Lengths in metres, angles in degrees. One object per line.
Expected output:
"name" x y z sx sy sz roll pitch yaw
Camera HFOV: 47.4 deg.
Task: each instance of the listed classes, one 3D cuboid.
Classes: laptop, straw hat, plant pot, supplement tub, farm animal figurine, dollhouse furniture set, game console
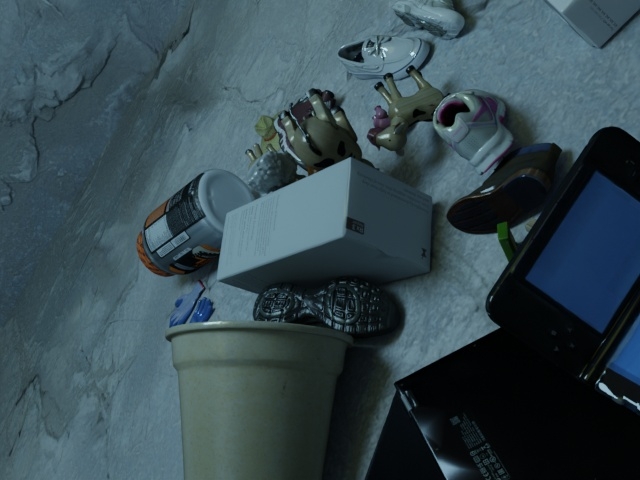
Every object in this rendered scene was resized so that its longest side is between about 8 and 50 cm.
"laptop" 0.251 0.360 0.969 0.408 0.236 0.382 -28 39 0
"straw hat" -0.138 -0.294 1.903 0.144 0.061 0.144 -32 44 37
"plant pot" -0.112 0.316 1.253 0.333 0.333 0.306 -17 65 47
"supplement tub" -0.322 -0.033 1.851 0.316 0.193 0.194 -30 46 40
"farm animal figurine" 0.064 -0.178 1.380 0.330 0.326 0.172 -43 62 35
"dollhouse furniture set" 0.347 -0.010 1.090 0.151 0.058 0.076 -15 46 25
"game console" 0.387 0.039 0.851 0.293 0.250 0.173 -56 7 -3

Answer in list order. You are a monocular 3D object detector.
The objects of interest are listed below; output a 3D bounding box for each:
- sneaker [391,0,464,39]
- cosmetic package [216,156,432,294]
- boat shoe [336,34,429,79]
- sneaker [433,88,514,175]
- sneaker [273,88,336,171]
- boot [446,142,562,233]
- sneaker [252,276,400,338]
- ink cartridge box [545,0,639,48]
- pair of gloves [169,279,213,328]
"sneaker" 0.237 -0.496 1.516 0.115 0.090 0.232 -53 36 9
"cosmetic package" 0.000 0.000 1.370 0.385 0.217 0.156 -19 58 44
"boat shoe" 0.128 -0.407 1.601 0.258 0.084 0.095 3 70 54
"sneaker" 0.252 -0.215 1.250 0.103 0.111 0.252 -47 17 21
"sneaker" -0.017 -0.269 1.687 0.162 0.106 0.281 -49 35 15
"boot" 0.301 -0.082 1.182 0.106 0.082 0.219 -51 14 -32
"sneaker" 0.021 0.138 1.355 0.286 0.130 0.109 2 63 30
"ink cartridge box" 0.471 -0.476 1.159 0.273 0.114 0.198 -46 37 24
"pair of gloves" -0.336 0.191 1.868 0.159 0.023 0.198 -55 35 11
